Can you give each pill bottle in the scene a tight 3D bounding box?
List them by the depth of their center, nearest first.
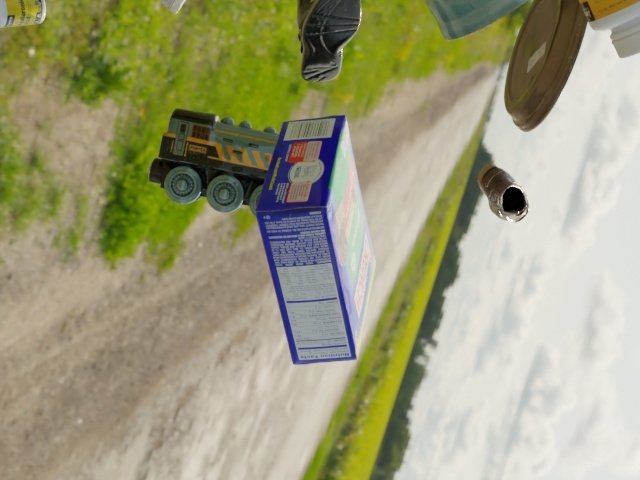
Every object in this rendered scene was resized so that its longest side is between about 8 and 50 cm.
[{"bbox_3d":[0.359,-0.335,1.335,0.215,0.117,0.117,64,16,-7],"label":"pill bottle"},{"bbox_3d":[-0.552,-0.410,1.951,0.116,0.065,0.065,-16,133,-39],"label":"pill bottle"}]

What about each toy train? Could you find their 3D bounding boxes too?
[{"bbox_3d":[-0.177,-0.152,2.230,0.142,0.334,0.190,-60,162,-84],"label":"toy train"}]

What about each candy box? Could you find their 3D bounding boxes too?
[{"bbox_3d":[0.000,0.000,1.810,0.268,0.122,0.317,-77,161,-51],"label":"candy box"}]

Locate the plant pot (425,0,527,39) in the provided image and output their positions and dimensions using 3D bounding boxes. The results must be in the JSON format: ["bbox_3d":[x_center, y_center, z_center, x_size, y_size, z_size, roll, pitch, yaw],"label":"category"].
[{"bbox_3d":[0.264,-0.487,1.754,0.293,0.196,0.293,-34,-164,11],"label":"plant pot"}]

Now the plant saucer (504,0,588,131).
[{"bbox_3d":[0.359,-0.311,1.773,0.278,0.041,0.277,-163,-90,-82],"label":"plant saucer"}]

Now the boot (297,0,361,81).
[{"bbox_3d":[0.004,-0.383,1.747,0.236,0.085,0.178,110,-22,-63],"label":"boot"}]

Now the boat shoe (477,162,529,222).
[{"bbox_3d":[0.370,-0.079,2.167,0.073,0.073,0.207,-50,147,3],"label":"boat shoe"}]

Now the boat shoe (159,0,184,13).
[{"bbox_3d":[-0.255,-0.483,1.991,0.066,0.063,0.184,-65,-170,-26],"label":"boat shoe"}]
